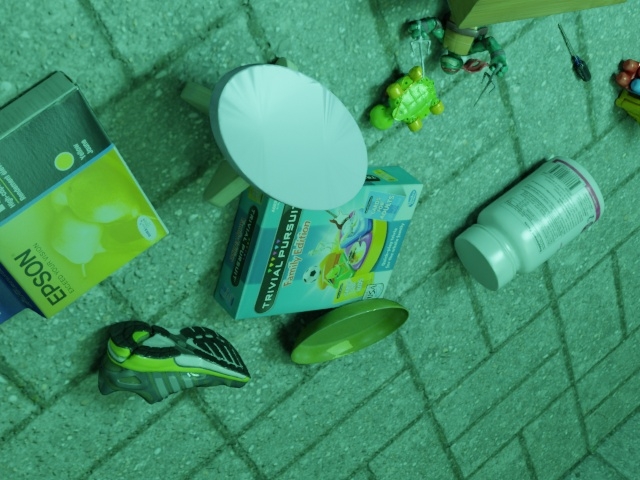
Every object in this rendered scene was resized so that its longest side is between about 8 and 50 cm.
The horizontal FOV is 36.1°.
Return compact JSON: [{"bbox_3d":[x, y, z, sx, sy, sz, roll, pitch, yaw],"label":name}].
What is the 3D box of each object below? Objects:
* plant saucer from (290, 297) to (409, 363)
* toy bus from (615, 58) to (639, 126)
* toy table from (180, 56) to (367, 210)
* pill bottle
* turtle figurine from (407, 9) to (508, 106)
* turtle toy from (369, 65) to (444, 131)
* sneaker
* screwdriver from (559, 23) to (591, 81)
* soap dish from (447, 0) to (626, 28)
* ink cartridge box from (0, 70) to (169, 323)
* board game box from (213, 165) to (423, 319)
[{"bbox_3d":[0.051,0.167,1.860,0.241,0.037,0.241,-19,158,-8],"label":"plant saucer"},{"bbox_3d":[0.723,-0.338,2.052,0.211,0.149,0.220,26,100,-31],"label":"toy bus"},{"bbox_3d":[-0.074,-0.157,1.440,0.252,0.161,0.274,-53,123,-13],"label":"toy table"},{"bbox_3d":[0.421,-0.032,1.995,0.283,0.160,0.160,-36,137,-13],"label":"pill bottle"},{"bbox_3d":[0.234,-0.350,1.634,0.175,0.118,0.234,12,122,0],"label":"turtle figurine"},{"bbox_3d":[0.142,-0.235,1.673,0.130,0.066,0.095,-38,115,-8],"label":"turtle toy"},{"bbox_3d":[-0.250,0.217,1.672,0.300,0.111,0.121,16,119,-40],"label":"sneaker"},{"bbox_3d":[0.491,-0.368,1.913,0.024,0.025,0.170,-46,130,-1],"label":"screwdriver"},{"bbox_3d":[0.318,-0.457,1.495,0.290,0.229,0.118,-12,169,-13],"label":"soap dish"},{"bbox_3d":[-0.404,-0.031,1.366,0.307,0.072,0.304,-39,138,-13],"label":"ink cartridge box"},{"bbox_3d":[0.000,0.000,1.722,0.336,0.079,0.254,-5,123,-38],"label":"board game box"}]
